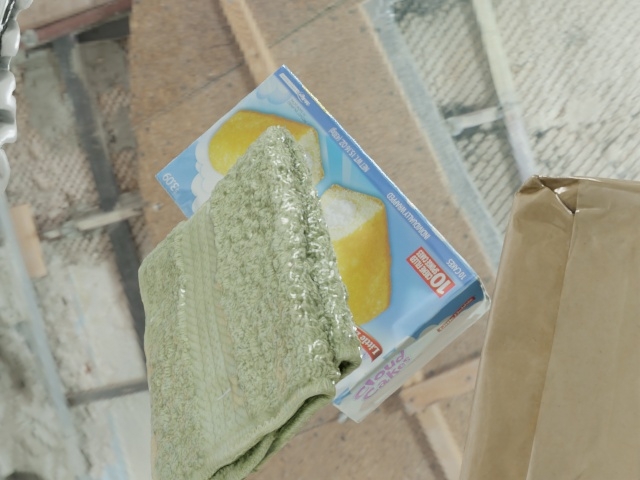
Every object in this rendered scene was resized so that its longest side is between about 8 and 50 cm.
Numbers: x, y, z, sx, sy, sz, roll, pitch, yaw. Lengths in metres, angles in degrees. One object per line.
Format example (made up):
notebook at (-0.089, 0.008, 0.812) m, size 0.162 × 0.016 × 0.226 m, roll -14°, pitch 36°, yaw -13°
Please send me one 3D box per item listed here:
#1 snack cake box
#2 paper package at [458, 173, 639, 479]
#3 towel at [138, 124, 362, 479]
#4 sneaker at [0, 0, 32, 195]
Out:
snack cake box at (0.000, 0.000, 0.927) m, size 0.152 × 0.089 × 0.264 m, roll -41°, pitch -115°, yaw 0°
paper package at (0.233, 0.164, 0.851) m, size 0.168 × 0.325 × 0.310 m, roll 4°, pitch -117°, yaw 25°
towel at (-0.034, 0.029, 0.431) m, size 0.027 × 0.148 × 0.110 m, roll 27°, pitch -58°, yaw -30°
sneaker at (-0.190, -0.140, 0.529) m, size 0.110 × 0.118 × 0.292 m, roll 7°, pitch -86°, yaw 1°
